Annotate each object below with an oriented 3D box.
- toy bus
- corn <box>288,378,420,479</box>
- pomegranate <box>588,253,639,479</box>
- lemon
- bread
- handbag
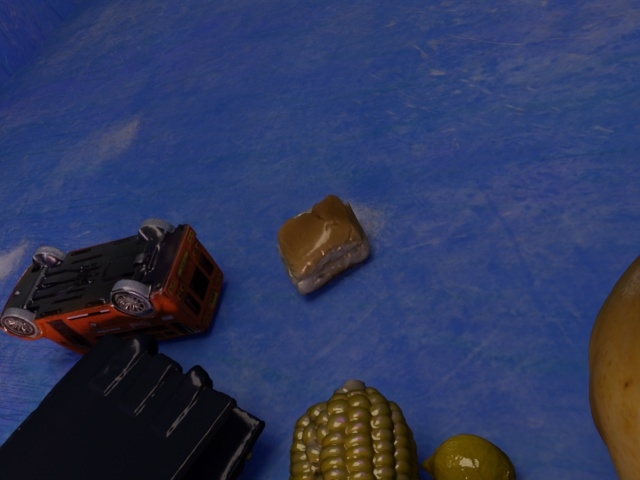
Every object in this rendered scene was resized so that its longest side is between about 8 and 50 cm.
[{"bbox_3d":[-0.318,0.083,1.083,0.329,0.153,0.143,-12,44,25],"label":"toy bus"},{"bbox_3d":[0.033,0.277,0.627,0.130,0.130,0.347,-20,46,19],"label":"corn"},{"bbox_3d":[0.343,0.088,0.451,0.332,0.332,0.333,-21,40,18],"label":"pomegranate"},{"bbox_3d":[0.137,0.213,0.670,0.092,0.065,0.065,-2,49,33],"label":"lemon"},{"bbox_3d":[-0.001,0.001,0.985,0.125,0.082,0.106,-31,31,1],"label":"bread"},{"bbox_3d":[-0.246,0.276,0.847,0.303,0.122,0.329,12,58,46],"label":"handbag"}]
